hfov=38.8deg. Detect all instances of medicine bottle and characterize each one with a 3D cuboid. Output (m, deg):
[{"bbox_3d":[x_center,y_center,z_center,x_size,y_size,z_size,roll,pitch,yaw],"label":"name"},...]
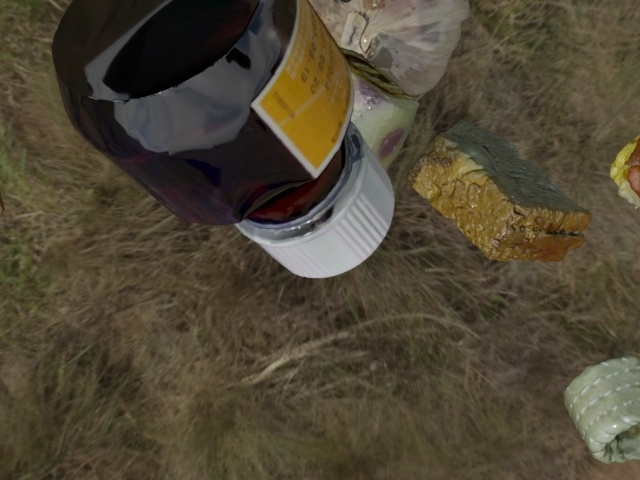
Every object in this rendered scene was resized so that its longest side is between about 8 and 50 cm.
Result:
[{"bbox_3d":[-0.071,-0.105,0.915,0.242,0.395,0.243,-10,59,17],"label":"medicine bottle"}]

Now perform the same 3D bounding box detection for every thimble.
[{"bbox_3d":[0.259,0.139,0.753,0.109,0.062,0.084,3,137,-28],"label":"thimble"}]

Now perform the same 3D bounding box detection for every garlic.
[{"bbox_3d":[0.115,-0.421,1.718,0.321,0.241,0.322,0,85,3],"label":"garlic"}]

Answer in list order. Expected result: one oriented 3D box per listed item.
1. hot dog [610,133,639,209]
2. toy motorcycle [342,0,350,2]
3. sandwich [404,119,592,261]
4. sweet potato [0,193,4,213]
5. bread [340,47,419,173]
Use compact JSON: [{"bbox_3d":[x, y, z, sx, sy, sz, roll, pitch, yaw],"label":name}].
[{"bbox_3d":[0.357,-0.078,0.798,0.146,0.213,0.103,0,86,-26],"label":"hot dog"},{"bbox_3d":[-0.019,-0.430,1.358,0.263,0.091,0.157,0,118,31],"label":"toy motorcycle"},{"bbox_3d":[0.322,-0.099,1.712,0.325,0.262,0.131,49,122,37],"label":"sandwich"},{"bbox_3d":[-0.636,-0.132,1.701,0.058,0.255,0.078,-12,68,-16],"label":"sweet potato"},{"bbox_3d":[0.010,-0.134,1.491,0.187,0.155,0.338,47,124,29],"label":"bread"}]
